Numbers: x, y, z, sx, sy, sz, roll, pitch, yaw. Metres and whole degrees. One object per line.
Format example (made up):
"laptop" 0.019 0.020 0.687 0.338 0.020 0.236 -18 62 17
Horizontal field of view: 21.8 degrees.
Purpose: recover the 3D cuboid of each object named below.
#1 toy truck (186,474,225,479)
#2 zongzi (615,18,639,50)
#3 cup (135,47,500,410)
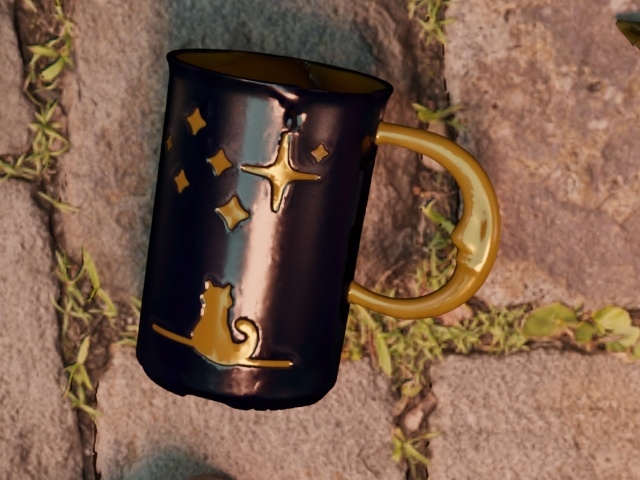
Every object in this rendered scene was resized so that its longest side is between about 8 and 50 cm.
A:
"toy truck" -0.040 0.363 1.364 0.175 0.146 0.367 -41 90 8
"zongzi" 0.300 -0.156 1.252 0.109 0.055 0.119 -41 76 13
"cup" -0.018 0.000 1.270 0.255 0.178 0.256 18 105 39
